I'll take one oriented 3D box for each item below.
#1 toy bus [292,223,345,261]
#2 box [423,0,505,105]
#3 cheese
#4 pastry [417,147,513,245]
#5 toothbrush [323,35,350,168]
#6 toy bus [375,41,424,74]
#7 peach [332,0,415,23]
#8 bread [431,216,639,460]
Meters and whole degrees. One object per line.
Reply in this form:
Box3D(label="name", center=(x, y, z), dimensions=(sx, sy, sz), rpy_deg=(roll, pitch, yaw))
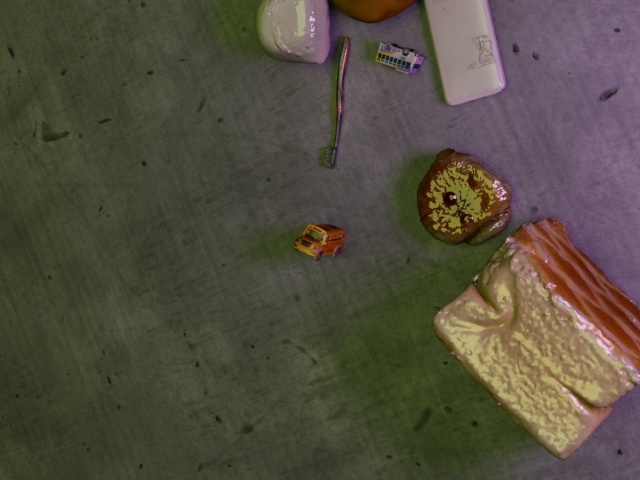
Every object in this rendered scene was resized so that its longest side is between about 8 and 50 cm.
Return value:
Box3D(label="toy bus", center=(0.000, 0.000, 1.963), dimensions=(0.069, 0.162, 0.074), rpy_deg=(26, 103, 21))
Box3D(label="box", center=(0.320, -0.456, 1.819), dimensions=(0.142, 0.044, 0.285), rpy_deg=(-12, 91, 29))
Box3D(label="cheese", center=(-0.064, -0.520, 1.937), dimensions=(0.189, 0.154, 0.198), rpy_deg=(3, 102, 19))
Box3D(label="pastry", center=(0.320, -0.098, 1.828), dimensions=(0.218, 0.100, 0.229), rpy_deg=(-19, 89, 27))
Box3D(label="toothbrush", center=(0.044, -0.335, 1.980), dimensions=(0.031, 0.023, 0.321), rpy_deg=(13, 101, 16))
Box3D(label="toy bus", center=(0.184, -0.423, 1.884), dimensions=(0.102, 0.052, 0.058), rpy_deg=(24, 108, 24))
Box3D(label="peach", center=(0.124, -0.621, 1.839), dimensions=(0.251, 0.153, 0.251), rpy_deg=(1, 92, 22))
Box3D(label="bread", center=(0.471, 0.186, 1.639), dimensions=(0.390, 0.371, 0.279), rpy_deg=(50, 118, 17))
